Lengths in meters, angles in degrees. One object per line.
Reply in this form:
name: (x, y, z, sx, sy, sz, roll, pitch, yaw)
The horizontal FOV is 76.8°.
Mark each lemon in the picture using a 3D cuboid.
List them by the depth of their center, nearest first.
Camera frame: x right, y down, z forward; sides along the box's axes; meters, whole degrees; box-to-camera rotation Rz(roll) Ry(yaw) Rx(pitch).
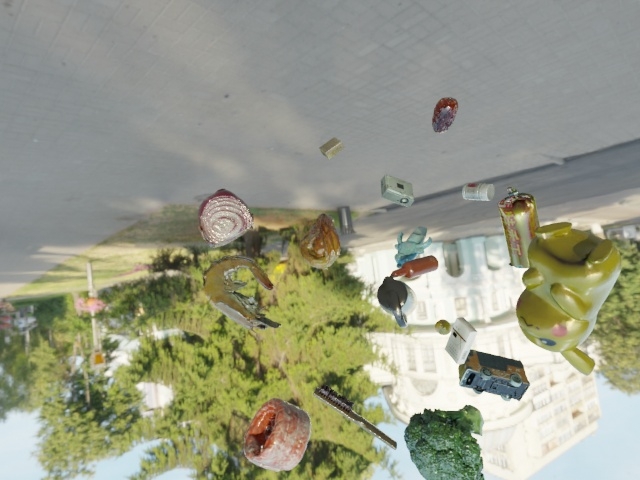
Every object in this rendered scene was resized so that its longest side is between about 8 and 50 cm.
lemon: (0.507, 0.359, 1.663, 0.065, 0.065, 0.092, -11, 146, 37)

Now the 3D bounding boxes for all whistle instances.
whistle: (0.453, 0.035, 2.019, 0.186, 0.274, 0.093, 12, 145, 45)

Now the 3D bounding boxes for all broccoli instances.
broccoli: (0.383, 0.604, 1.208, 0.270, 0.269, 0.270, -30, -172, -31)

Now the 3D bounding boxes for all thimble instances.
thimble: (-0.164, 0.725, 1.511, 0.162, 0.239, 0.239, 38, 153, -23)

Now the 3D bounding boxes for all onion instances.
onion: (-0.413, -0.093, 1.690, 0.216, 0.206, 0.207, -27, -178, -19)

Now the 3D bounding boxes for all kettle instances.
kettle: (0.346, 0.281, 1.803, 0.161, 0.221, 0.236, -17, 160, 14)

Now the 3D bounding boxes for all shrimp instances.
shrimp: (-0.199, 0.138, 1.088, 0.253, 0.173, 0.058, 29, 180, 1)

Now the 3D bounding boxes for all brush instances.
brush: (0.094, 0.447, 1.033, 0.248, 0.036, 0.043, 33, -167, 7)

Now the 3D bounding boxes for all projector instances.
projector: (0.352, -0.230, 1.844, 0.147, 0.115, 0.061, 17, 142, -17)

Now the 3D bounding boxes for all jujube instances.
jujube: (0.421, -0.426, 1.378, 0.078, 0.077, 0.129, -6, 143, -10)

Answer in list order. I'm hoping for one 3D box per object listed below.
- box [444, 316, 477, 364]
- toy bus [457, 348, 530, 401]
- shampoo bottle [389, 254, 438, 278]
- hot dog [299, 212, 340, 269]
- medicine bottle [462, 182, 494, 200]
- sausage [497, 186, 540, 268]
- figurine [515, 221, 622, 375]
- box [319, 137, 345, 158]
box: (0.514, 0.368, 1.479, 0.040, 0.154, 0.084, 0, -152, -18)
toy bus: (0.776, 0.606, 1.836, 0.276, 0.138, 0.167, 11, -146, 5)
shampoo bottle: (0.429, 0.128, 1.852, 0.245, 0.085, 0.085, -13, 178, -26)
hot dog: (-0.003, -0.002, 1.496, 0.114, 0.175, 0.259, 30, -162, -16)
medicine bottle: (0.542, -0.168, 1.389, 0.058, 0.058, 0.091, -2, -171, -42)
sausage: (0.699, -0.048, 1.400, 0.125, 0.317, 0.117, 7, -140, 49)
figurine: (0.516, 0.118, 0.878, 0.169, 0.326, 0.218, -7, -149, -20)
box: (0.043, -0.363, 1.587, 0.083, 0.035, 0.079, -36, -147, -1)
